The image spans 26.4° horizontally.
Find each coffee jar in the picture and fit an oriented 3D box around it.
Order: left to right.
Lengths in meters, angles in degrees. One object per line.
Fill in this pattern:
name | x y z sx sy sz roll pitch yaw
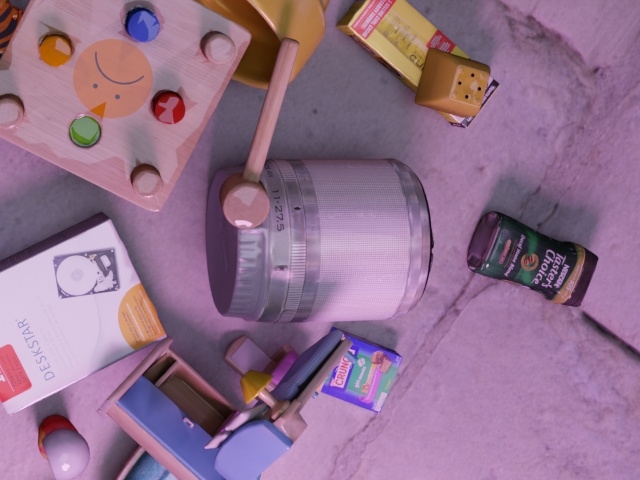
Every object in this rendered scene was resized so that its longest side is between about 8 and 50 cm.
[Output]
coffee jar | 0.314 0.030 1.998 0.184 0.079 0.096 20 92 -19

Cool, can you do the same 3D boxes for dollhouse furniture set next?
dollhouse furniture set | -0.093 0.153 1.731 0.198 0.303 0.286 43 49 -1

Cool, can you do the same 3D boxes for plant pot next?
plant pot | -0.073 -0.364 1.748 0.254 0.254 0.239 42 71 -18
plant pot | 0.188 -0.213 1.860 0.081 0.083 0.081 14 96 -18

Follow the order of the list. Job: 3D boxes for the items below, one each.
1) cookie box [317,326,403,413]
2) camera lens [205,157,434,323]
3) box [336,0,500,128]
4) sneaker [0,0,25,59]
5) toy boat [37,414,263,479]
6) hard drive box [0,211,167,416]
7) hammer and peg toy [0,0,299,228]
cookie box | 0.051 0.187 1.961 0.107 0.040 0.092 22 92 -18
camera lens | 0.000 0.000 1.824 0.274 0.219 0.219 -1 98 -17
box | 0.138 -0.261 1.912 0.232 0.058 0.087 39 87 -18
sneaker | -0.393 -0.289 1.712 0.321 0.124 0.180 4 98 -17
toy boat | -0.241 0.332 1.836 0.318 0.148 0.267 30 89 -19
hard drive box | -0.348 0.095 1.801 0.232 0.089 0.181 -28 104 -11
hammer and peg toy | -0.199 -0.179 1.643 0.361 0.127 0.266 26 96 -15
